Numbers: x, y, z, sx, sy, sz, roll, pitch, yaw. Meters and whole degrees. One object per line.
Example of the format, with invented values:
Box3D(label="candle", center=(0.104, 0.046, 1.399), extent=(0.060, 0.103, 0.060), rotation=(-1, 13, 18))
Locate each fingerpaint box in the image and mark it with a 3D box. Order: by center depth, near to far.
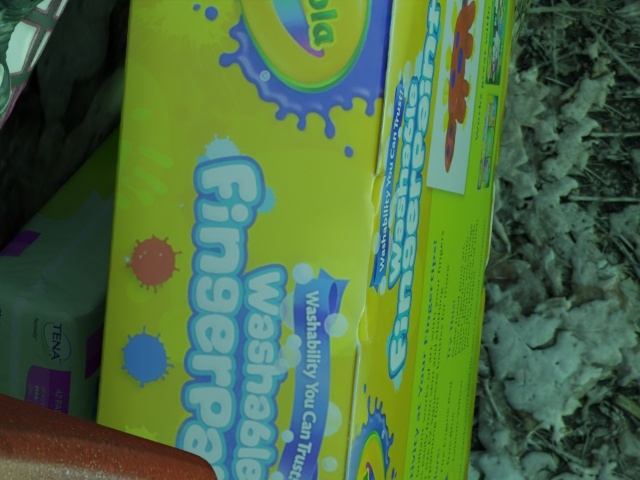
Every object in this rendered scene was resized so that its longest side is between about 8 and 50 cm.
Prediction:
Box3D(label="fingerpaint box", center=(0.002, -0.008, 1.137), extent=(0.371, 0.163, 0.445), rotation=(-15, 111, -74))

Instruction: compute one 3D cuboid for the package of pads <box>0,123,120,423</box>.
Box3D(label="package of pads", center=(-0.156, 0.062, 1.307), extent=(0.296, 0.101, 0.229), rotation=(-55, 159, -54))

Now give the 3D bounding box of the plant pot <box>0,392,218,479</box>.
Box3D(label="plant pot", center=(-0.240, 0.157, 0.726), extent=(0.267, 0.267, 0.236), rotation=(-70, 156, -12))

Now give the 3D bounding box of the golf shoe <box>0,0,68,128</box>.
Box3D(label="golf shoe", center=(-0.189, -0.129, 0.958), extent=(0.273, 0.105, 0.120), rotation=(-67, -171, -25))
